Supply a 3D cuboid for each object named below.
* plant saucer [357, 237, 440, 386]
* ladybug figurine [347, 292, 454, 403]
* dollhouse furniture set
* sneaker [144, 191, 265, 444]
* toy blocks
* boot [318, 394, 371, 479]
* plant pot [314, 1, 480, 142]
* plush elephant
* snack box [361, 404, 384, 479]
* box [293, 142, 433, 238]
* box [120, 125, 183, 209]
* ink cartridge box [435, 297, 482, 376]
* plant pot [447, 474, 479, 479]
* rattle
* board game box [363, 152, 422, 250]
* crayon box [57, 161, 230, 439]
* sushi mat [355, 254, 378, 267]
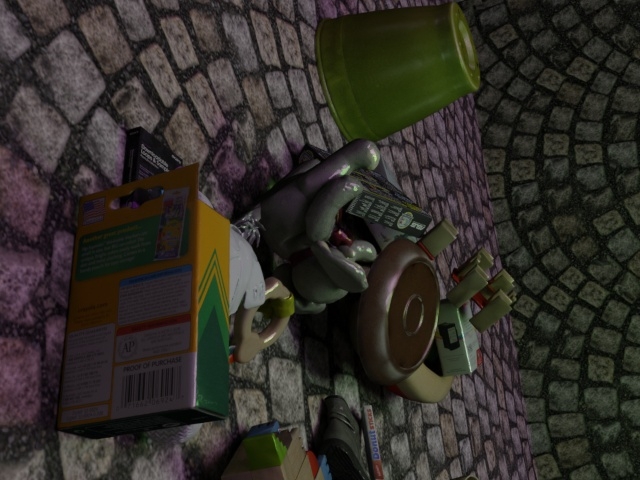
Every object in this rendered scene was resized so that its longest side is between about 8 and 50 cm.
[{"bbox_3d":[0.175,0.152,1.716,0.310,0.050,0.311,-15,108,-56],"label":"plant saucer"},{"bbox_3d":[0.196,0.240,1.996,0.449,0.162,0.305,45,39,-50],"label":"ladybug figurine"},{"bbox_3d":[0.323,0.087,1.927,0.259,0.135,0.262,47,18,1],"label":"dollhouse furniture set"},{"bbox_3d":[-0.172,0.119,1.240,0.210,0.137,0.366,32,55,-63],"label":"sneaker"},{"bbox_3d":[-0.045,0.450,1.360,0.261,0.190,0.381,-50,125,-76],"label":"toy blocks"},{"bbox_3d":[0.069,0.445,1.708,0.161,0.083,0.246,-79,150,-58],"label":"boot"},{"bbox_3d":[0.222,-0.465,2.200,0.366,0.353,0.366,43,40,-51],"label":"plant pot"},{"bbox_3d":[0.000,0.000,1.570,0.330,0.272,0.255,-40,103,-33],"label":"plush elephant"},{"bbox_3d":[0.111,0.449,1.792,0.064,0.022,0.178,95,-10,-48],"label":"snack box"},{"bbox_3d":[0.097,-0.110,1.861,0.270,0.060,0.216,17,22,-47],"label":"box"},{"bbox_3d":[-0.261,-0.081,1.296,0.116,0.029,0.162,41,41,-55],"label":"box"},{"bbox_3d":[0.325,0.226,1.996,0.127,0.072,0.175,-9,86,-66],"label":"ink cartridge box"},{"bbox_3d":[0.276,0.690,1.897,0.284,0.191,0.284,42,41,-52],"label":"plant pot"},{"bbox_3d":[-0.149,0.141,1.428,0.200,0.142,0.130,-54,160,-12],"label":"rattle"},{"bbox_3d":[0.190,-0.049,2.166,0.303,0.097,0.224,55,17,-40],"label":"board game box"},{"bbox_3d":[-0.222,0.079,1.075,0.083,0.203,0.323,39,44,-56],"label":"crayon box"},{"bbox_3d":[0.117,0.046,1.942,0.316,0.151,0.019,3,96,-66],"label":"sushi mat"}]
